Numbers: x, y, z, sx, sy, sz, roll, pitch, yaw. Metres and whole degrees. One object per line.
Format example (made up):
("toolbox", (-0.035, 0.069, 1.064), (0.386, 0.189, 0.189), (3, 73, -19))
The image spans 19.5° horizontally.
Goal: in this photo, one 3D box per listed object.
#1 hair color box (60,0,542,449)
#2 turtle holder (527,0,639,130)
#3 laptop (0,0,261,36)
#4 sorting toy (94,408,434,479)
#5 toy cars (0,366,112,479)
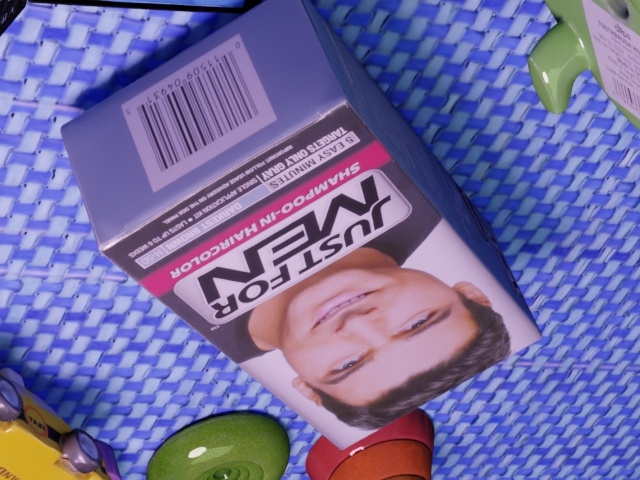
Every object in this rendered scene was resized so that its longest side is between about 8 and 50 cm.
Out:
("hair color box", (0.000, 0.000, 1.309), (0.185, 0.114, 0.374), (-30, 145, 10))
("turtle holder", (0.227, -0.213, 1.122), (0.227, 0.243, 0.320), (-33, 103, -10))
("laptop", (-0.104, -0.177, 1.038), (0.136, 0.264, 0.234), (25, 131, 1))
("sorting toy", (-0.048, 0.229, 1.564), (0.365, 0.126, 0.127), (0, 137, -27))
("toy cars", (-0.342, 0.143, 1.354), (0.393, 0.087, 0.176), (0, 132, -22))
